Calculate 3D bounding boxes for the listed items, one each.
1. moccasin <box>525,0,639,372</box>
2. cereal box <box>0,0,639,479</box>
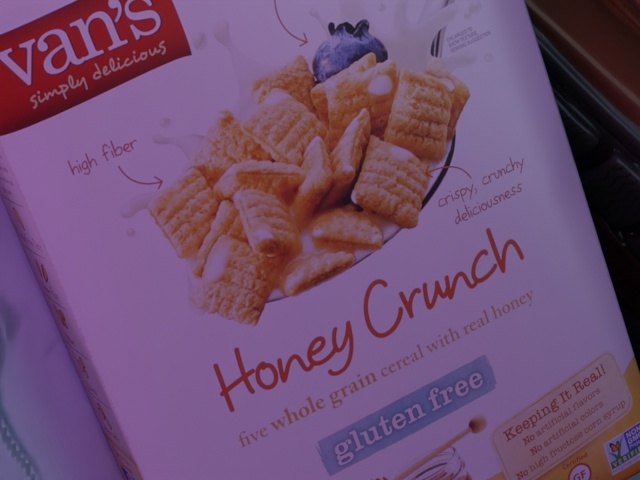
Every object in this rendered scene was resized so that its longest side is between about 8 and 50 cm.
[{"bbox_3d":[0.119,-0.027,0.692,0.380,0.139,0.147,38,41,-23],"label":"moccasin"},{"bbox_3d":[0.000,0.000,0.525,0.173,0.047,0.240,-26,109,-16],"label":"cereal box"}]
